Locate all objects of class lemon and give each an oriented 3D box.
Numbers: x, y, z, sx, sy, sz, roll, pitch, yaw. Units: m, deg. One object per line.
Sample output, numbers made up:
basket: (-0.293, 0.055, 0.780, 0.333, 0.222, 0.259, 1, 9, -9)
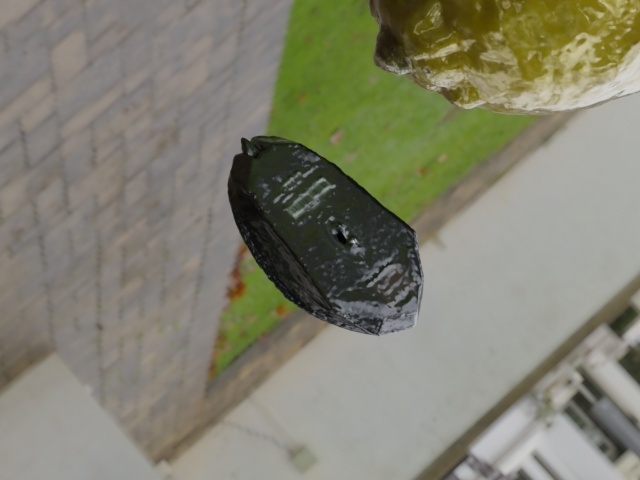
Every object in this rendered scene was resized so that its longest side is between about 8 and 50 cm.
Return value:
lemon: (0.192, -0.238, 1.107, 0.316, 0.285, 0.285, 0, 157, -12)

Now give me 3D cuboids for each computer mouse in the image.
computer mouse: (0.000, 0.000, 0.979, 0.099, 0.172, 0.057, -41, 176, -36)
